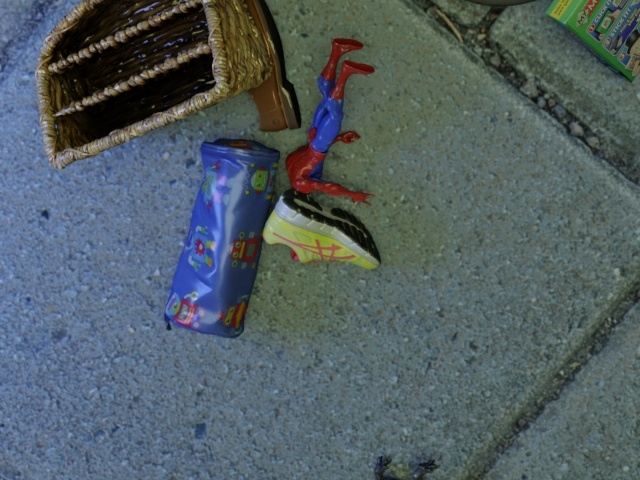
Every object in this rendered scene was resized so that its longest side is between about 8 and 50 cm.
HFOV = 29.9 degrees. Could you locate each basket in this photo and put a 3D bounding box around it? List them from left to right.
[{"bbox_3d":[-0.254,-0.260,1.672,0.299,0.223,0.213,-19,100,21],"label":"basket"}]

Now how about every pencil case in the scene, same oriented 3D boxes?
[{"bbox_3d":[-0.149,-0.006,1.801,0.119,0.133,0.306,3,105,-44],"label":"pencil case"}]

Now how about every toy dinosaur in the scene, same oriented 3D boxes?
[{"bbox_3d":[0.139,0.404,1.897,0.268,0.064,0.118,-6,106,5],"label":"toy dinosaur"}]

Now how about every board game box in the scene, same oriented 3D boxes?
[{"bbox_3d":[0.472,-0.403,1.690,0.213,0.046,0.317,25,102,-46],"label":"board game box"}]

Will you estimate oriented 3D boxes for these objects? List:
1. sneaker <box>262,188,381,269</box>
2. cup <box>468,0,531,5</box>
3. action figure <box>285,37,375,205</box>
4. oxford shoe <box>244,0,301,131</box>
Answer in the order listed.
[{"bbox_3d":[0.000,0.000,1.802,0.208,0.081,0.094,28,117,-30],"label":"sneaker"},{"bbox_3d":[0.266,-0.494,1.647,0.331,0.237,0.331,0,99,1],"label":"cup"},{"bbox_3d":[0.036,-0.154,1.766,0.139,0.091,0.280,8,131,-24],"label":"action figure"},{"bbox_3d":[-0.089,-0.262,1.778,0.076,0.076,0.212,-10,100,11],"label":"oxford shoe"}]
